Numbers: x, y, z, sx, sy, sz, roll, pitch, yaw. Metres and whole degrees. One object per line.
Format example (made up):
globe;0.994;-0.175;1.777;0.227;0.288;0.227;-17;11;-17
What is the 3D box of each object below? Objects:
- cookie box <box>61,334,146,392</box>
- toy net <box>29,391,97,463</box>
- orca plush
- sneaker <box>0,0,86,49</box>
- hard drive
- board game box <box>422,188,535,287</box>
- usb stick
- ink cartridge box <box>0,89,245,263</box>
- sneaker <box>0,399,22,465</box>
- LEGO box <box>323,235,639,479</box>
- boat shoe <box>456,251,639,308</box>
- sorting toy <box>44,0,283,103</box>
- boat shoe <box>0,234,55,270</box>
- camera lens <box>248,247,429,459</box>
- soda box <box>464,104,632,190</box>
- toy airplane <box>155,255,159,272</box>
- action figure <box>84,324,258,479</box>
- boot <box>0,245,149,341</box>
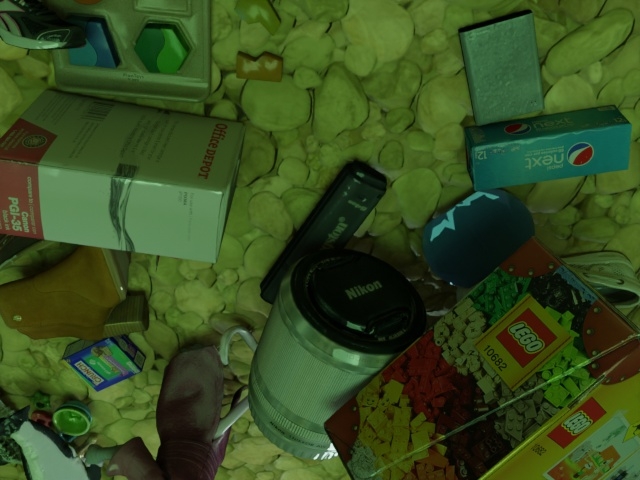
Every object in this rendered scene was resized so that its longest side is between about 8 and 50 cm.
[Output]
cookie box;-0.373;0.205;1.200;0.107;0.040;0.092;-25;119;17
toy net;-0.483;0.384;1.314;0.122;0.045;0.232;4;123;-2
orca plush;-0.507;0.422;1.259;0.102;0.151;0.287;-1;134;43
sneaker;-0.372;-0.284;0.854;0.178;0.072;0.077;18;113;12
hard drive;0.241;-0.227;0.924;0.094;0.022;0.135;-13;121;10
board game box;0.236;-0.010;1.059;0.168;0.033;0.133;-34;111;15
usb stick;0.000;0.000;1.060;0.077;0.045;0.278;27;118;-17
ink cartridge box;-0.253;-0.087;0.914;0.283;0.207;0.117;9;123;-4
sneaker;-0.647;0.304;1.233;0.146;0.102;0.293;-12;121;10
LEGO box;0.305;0.280;0.991;0.372;0.193;0.500;-43;136;7
boat shoe;0.352;0.081;1.075;0.277;0.096;0.098;-10;122;7
sorting toy;-0.199;-0.286;0.884;0.307;0.041;0.229;5;122;-2
boat shoe;-0.473;-0.006;1.052;0.207;0.073;0.073;-29;122;9
camera lens;0.019;0.166;1.034;0.219;0.219;0.274;16;128;-9
soda box;0.309;-0.127;0.960;0.210;0.067;0.071;-8;122;6
toy airplane;-0.243;-0.018;1.063;0.151;0.028;0.151;1;122;2
action figure;-0.199;0.359;1.099;0.275;0.370;0.248;-28;117;19
boot;-0.390;0.063;1.048;0.211;0.104;0.295;-4;139;-3
